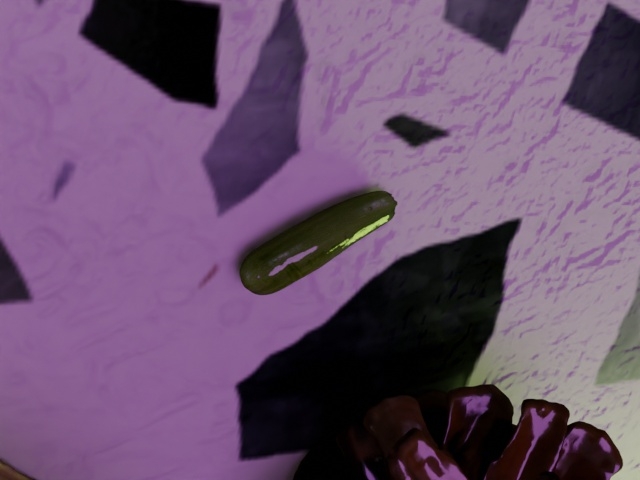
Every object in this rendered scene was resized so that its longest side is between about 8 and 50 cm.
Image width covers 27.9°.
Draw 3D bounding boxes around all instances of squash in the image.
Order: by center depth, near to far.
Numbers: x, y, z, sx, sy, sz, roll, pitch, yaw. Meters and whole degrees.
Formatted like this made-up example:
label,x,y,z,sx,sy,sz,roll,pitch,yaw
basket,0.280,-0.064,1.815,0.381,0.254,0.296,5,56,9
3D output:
label,x,y,z,sx,sy,sz,roll,pitch,yaw
squash,0.000,-0.001,0.635,0.089,0.027,0.027,-32,128,-13

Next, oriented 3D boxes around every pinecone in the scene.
label,x,y,z,sx,sy,sz,roll,pitch,yaw
pinecone,0.080,0.189,0.682,0.202,0.201,0.229,-43,102,-34

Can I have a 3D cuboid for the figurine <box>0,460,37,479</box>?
label,x,y,z,sx,sy,sz,roll,pitch,yaw
figurine,-0.200,0.229,0.560,0.257,0.181,0.208,-46,149,-5
